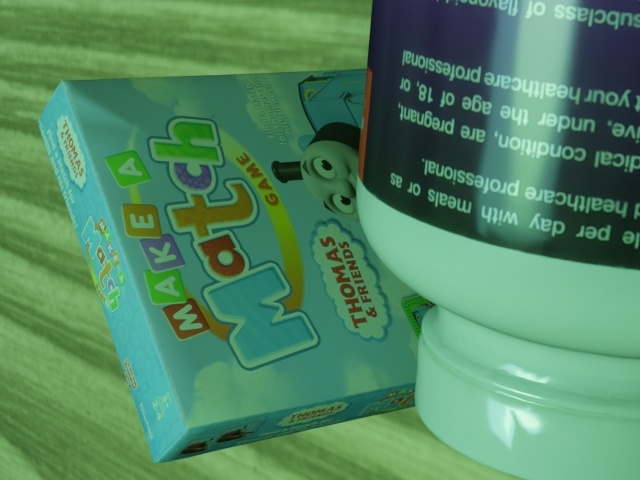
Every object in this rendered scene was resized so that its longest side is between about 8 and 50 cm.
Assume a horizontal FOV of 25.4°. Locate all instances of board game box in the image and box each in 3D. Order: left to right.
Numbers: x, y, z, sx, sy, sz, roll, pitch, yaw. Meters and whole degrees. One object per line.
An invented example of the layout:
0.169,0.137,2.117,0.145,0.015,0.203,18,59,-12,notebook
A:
0.000,0.000,0.624,0.039,0.211,0.160,-47,59,48,board game box

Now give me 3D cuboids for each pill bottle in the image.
0.108,-0.087,0.480,0.181,0.181,0.323,27,117,50,pill bottle
